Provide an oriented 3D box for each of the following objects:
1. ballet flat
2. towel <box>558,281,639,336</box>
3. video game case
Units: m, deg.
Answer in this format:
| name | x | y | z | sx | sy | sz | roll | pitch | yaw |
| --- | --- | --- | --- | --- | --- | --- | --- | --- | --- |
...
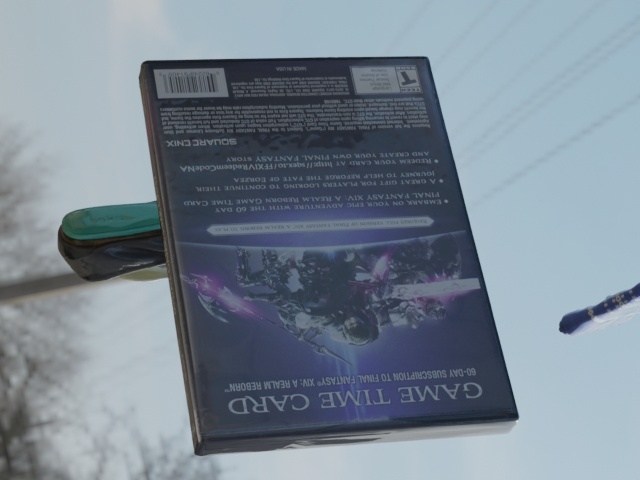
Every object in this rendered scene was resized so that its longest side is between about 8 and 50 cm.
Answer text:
| name | x | y | z | sx | sy | sz | roll | pitch | yaw |
| --- | --- | --- | --- | --- | --- | --- | --- | --- | --- |
| ballet flat | -0.107 | -0.004 | 1.396 | 0.074 | 0.203 | 0.074 | 170 | -90 | -85 |
| towel | 0.449 | 0.017 | 2.060 | 0.040 | 0.336 | 0.243 | 62 | 23 | 10 |
| video game case | 0.000 | 0.000 | 1.089 | 0.026 | 0.196 | 0.274 | 111 | -27 | -56 |
